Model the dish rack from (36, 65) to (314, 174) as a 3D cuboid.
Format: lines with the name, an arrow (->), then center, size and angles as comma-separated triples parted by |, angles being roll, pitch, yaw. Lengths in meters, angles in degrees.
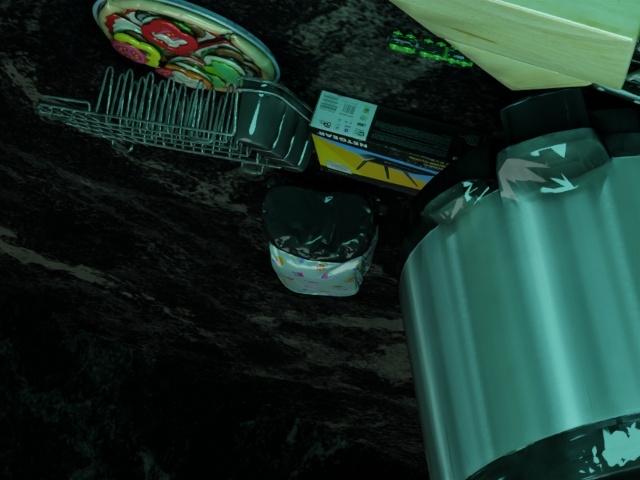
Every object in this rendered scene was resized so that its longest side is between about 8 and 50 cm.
dish rack -> -0.148, -0.128, 1.806 | 0.272, 0.074, 0.208 | 9, 174, 15

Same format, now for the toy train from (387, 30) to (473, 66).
toy train -> 0.101, -0.172, 1.578 | 0.083, 0.017, 0.024 | 16, 174, 13

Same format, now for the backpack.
backpack -> 0.000, 0.000, 2.106 | 0.152, 0.115, 0.182 | 14, 167, 8

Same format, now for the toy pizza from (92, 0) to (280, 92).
toy pizza -> -0.139, -0.192, 1.767 | 0.201, 0.032, 0.201 | 18, 164, 5

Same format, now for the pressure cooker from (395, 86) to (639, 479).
pressure cooker -> 0.253, 0.077, 1.558 | 0.376, 0.420, 0.370 | 9, 144, -25

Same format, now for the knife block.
knife block -> 0.200, -0.184, 1.285 | 0.276, 0.088, 0.242 | 31, 160, -36

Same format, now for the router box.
router box -> 0.085, -0.091, 1.817 | 0.179, 0.046, 0.133 | 16, 165, 12
